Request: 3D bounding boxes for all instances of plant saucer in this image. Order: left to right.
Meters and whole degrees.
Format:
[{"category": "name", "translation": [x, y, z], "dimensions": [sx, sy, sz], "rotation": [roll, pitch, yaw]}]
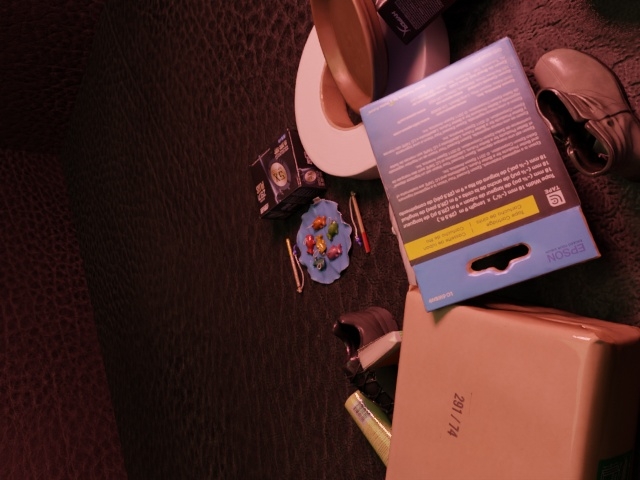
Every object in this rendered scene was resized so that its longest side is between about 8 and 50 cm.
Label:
[{"category": "plant saucer", "translation": [0.048, -0.354, 1.001], "dimensions": [0.278, 0.041, 0.277], "rotation": [158, 90, -81]}]

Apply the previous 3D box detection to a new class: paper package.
[{"category": "paper package", "translation": [0.260, 0.247, 0.806], "dimensions": [0.310, 0.168, 0.324], "rotation": [11, 95, 52]}]

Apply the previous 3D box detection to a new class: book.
[{"category": "book", "translation": [0.148, 0.178, 0.971], "dimensions": [0.096, 0.144, 0.035], "rotation": [-44, 55, 41]}]

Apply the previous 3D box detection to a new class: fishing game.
[{"category": "fishing game", "translation": [0.000, 0.000, 1.263], "dimensions": [0.264, 0.041, 0.189], "rotation": [-29, 68, 47]}]

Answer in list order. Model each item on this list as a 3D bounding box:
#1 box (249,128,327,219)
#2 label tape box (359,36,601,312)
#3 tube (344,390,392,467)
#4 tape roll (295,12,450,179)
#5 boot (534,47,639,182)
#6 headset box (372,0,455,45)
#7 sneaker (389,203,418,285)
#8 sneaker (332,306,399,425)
[{"category": "box", "translation": [-0.080, -0.149, 1.343], "dimensions": [0.180, 0.078, 0.147], "rotation": [-32, 64, 47]}, {"category": "label tape box", "translation": [0.225, -0.086, 0.845], "dimensions": [0.241, 0.106, 0.333], "rotation": [-22, 73, 22]}, {"category": "tube", "translation": [0.134, 0.380, 1.055], "dimensions": [0.062, 0.070, 0.240], "rotation": [-35, 54, -7]}, {"category": "tape roll", "translation": [0.087, -0.314, 1.145], "dimensions": [0.392, 0.072, 0.391], "rotation": [-4, 85, 51]}, {"category": "boot", "translation": [0.331, -0.179, 0.745], "dimensions": [0.083, 0.161, 0.246], "rotation": [-51, 50, 37]}, {"category": "headset box", "translation": [0.181, -0.508, 0.945], "dimensions": [0.293, 0.110, 0.218], "rotation": [-38, 56, 19]}, {"category": "sneaker", "translation": [0.179, -0.022, 1.003], "dimensions": [0.129, 0.111, 0.296], "rotation": [149, 121, -65]}, {"category": "sneaker", "translation": [0.106, 0.249, 1.035], "dimensions": [0.109, 0.130, 0.286], "rotation": [-54, 49, 32]}]
